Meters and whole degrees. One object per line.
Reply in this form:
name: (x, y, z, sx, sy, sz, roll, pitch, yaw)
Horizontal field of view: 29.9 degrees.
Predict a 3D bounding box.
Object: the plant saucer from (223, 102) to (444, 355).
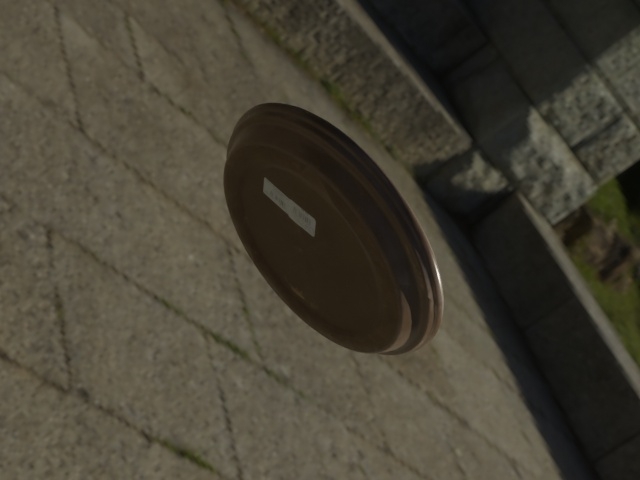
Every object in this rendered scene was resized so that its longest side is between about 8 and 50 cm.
plant saucer: (0.000, 0.000, 1.126, 0.278, 0.041, 0.278, 38, -31, 28)
